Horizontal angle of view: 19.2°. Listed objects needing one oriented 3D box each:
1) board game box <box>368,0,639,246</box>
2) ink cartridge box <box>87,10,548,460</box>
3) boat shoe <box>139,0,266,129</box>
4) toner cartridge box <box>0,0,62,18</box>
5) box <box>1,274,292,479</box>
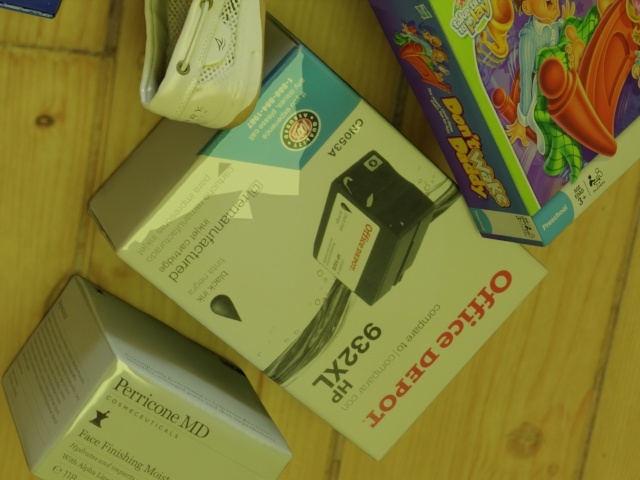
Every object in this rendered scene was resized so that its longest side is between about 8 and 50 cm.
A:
[{"bbox_3d":[0.221,-0.192,1.531,0.347,0.078,0.233,-41,119,-25],"label":"board game box"},{"bbox_3d":[0.000,0.000,1.570,0.307,0.129,0.223,41,93,-26],"label":"ink cartridge box"},{"bbox_3d":[-0.096,-0.225,1.425,0.096,0.098,0.277,5,81,-37],"label":"boat shoe"},{"bbox_3d":[-0.216,-0.329,1.337,0.165,0.075,0.348,11,129,-23],"label":"toner cartridge box"},{"bbox_3d":[-0.145,0.144,1.548,0.181,0.182,0.119,32,98,-25],"label":"box"}]
